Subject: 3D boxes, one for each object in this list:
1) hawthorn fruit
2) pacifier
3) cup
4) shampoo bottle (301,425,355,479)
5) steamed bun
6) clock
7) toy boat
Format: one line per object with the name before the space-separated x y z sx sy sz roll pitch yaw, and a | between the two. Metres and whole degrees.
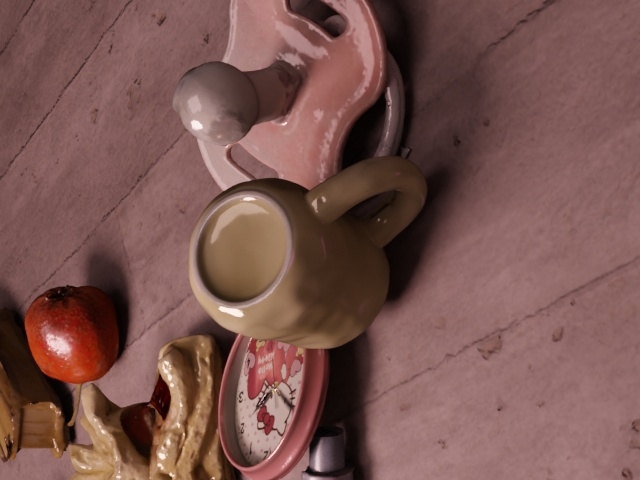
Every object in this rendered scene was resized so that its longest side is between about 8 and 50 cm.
hawthorn fruit | -0.416 0.213 1.714 0.165 0.165 0.285 29 123 46
pacifier | -0.054 -0.172 1.199 0.332 0.273 0.220 -65 30 29
cup | 0.001 0.020 1.116 0.255 0.202 0.173 -15 71 24
shampoo bottle | 0.010 0.339 1.248 0.072 0.072 0.214 4 96 50
steamed bun | -0.253 0.342 1.488 0.247 0.189 0.428 7 98 58
clock | -0.057 0.188 1.304 0.244 0.056 0.244 -36 45 46
toy boat | -0.607 0.275 1.961 0.445 0.136 0.162 46 121 45
